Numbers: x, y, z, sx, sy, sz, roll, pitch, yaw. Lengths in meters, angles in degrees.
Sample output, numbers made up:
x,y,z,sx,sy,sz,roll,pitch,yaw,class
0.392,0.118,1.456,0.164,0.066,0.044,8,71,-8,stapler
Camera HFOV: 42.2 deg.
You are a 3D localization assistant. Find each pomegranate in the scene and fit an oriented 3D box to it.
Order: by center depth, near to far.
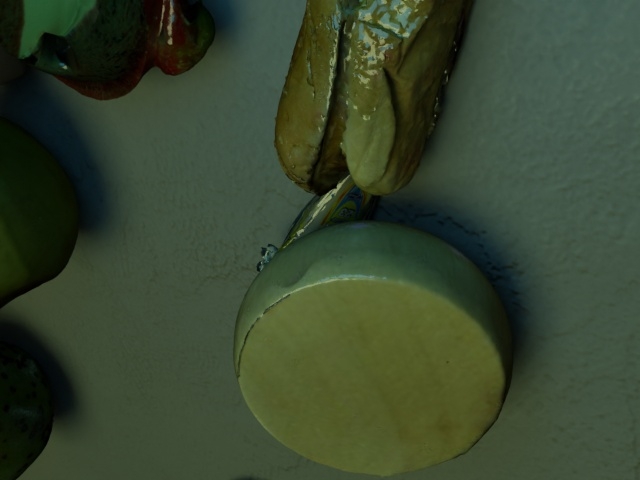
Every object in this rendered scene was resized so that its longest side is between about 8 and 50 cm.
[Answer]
x,y,z,sx,sy,sz,roll,pitch,yaw,class
-0.535,0.251,1.243,0.270,0.254,0.254,62,140,21,pomegranate

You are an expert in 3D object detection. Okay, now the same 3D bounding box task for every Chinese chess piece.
x,y,z,sx,sy,sz,roll,pitch,yaw,class
0.046,0.098,0.747,0.250,0.097,0.251,4,126,6,Chinese chess piece

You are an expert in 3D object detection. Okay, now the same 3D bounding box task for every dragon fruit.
x,y,z,sx,sy,sz,roll,pitch,yaw,class
-0.212,-0.248,0.727,0.295,0.130,0.268,-25,99,44,dragon fruit

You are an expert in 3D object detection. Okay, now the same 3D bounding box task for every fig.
x,y,z,sx,sy,sz,roll,pitch,yaw,class
-0.396,-0.048,0.914,0.239,0.239,0.271,25,139,20,fig

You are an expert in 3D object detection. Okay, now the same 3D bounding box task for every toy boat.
x,y,z,sx,sy,sz,roll,pitch,yaw,class
0.000,0.000,0.786,0.084,0.066,0.210,14,128,-23,toy boat

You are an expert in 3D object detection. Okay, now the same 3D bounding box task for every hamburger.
x,y,z,sx,sy,sz,roll,pitch,yaw,class
0.028,-0.135,0.626,0.124,0.131,0.262,26,127,19,hamburger

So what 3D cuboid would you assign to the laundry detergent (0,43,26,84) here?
x,y,z,sx,sy,sz,roll,pitch,yaw,class
-0.388,-0.265,0.847,0.171,0.076,0.237,12,129,57,laundry detergent
